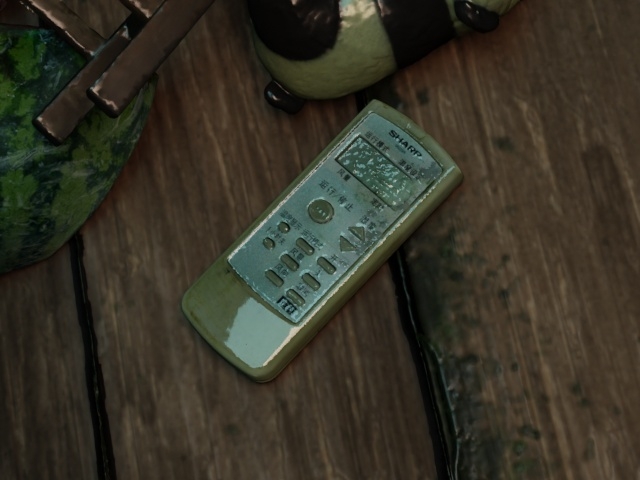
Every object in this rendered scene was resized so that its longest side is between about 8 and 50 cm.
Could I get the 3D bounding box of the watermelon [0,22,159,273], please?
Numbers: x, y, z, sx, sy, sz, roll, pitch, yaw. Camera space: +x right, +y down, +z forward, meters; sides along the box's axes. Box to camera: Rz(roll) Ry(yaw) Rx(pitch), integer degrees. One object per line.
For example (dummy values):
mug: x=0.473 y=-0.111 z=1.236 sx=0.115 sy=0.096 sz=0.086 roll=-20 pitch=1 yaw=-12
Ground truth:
watermelon: x=-0.287 y=-0.088 z=1.272 sx=0.305 sy=0.224 sz=0.180 roll=-6 pitch=32 yaw=14

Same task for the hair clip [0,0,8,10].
hair clip: x=-0.334 y=-0.232 z=1.354 sx=0.102 sy=0.123 sz=0.138 roll=-38 pitch=61 yaw=-25

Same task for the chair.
chair: x=-0.117 y=-0.304 z=1.148 sx=0.240 sy=0.203 sz=0.416 roll=43 pitch=72 yaw=-12

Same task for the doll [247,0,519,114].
doll: x=0.048 y=-0.197 z=1.246 sx=0.234 sy=0.143 sz=0.135 roll=-22 pitch=99 yaw=5

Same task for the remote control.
remote control: x=0.000 y=0.000 z=1.233 sx=0.233 sy=0.038 sz=0.098 roll=-46 pitch=68 yaw=-7
